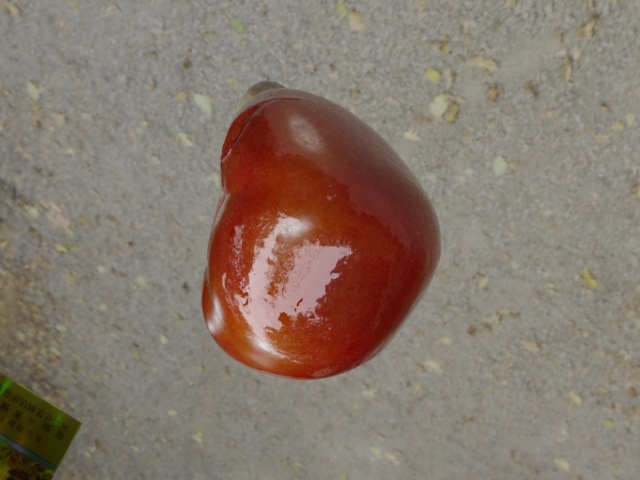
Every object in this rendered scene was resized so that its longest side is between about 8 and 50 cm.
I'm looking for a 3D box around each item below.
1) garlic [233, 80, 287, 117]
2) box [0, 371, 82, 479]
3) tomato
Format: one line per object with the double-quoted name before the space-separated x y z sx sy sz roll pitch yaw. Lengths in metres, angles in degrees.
"garlic" -0.048 -0.142 1.244 0.207 0.115 0.128 36 164 13
"box" -0.359 0.251 0.957 0.121 0.193 0.030 37 132 -17
"tomato" 0.000 0.000 0.875 0.227 0.298 0.298 8 144 -11
